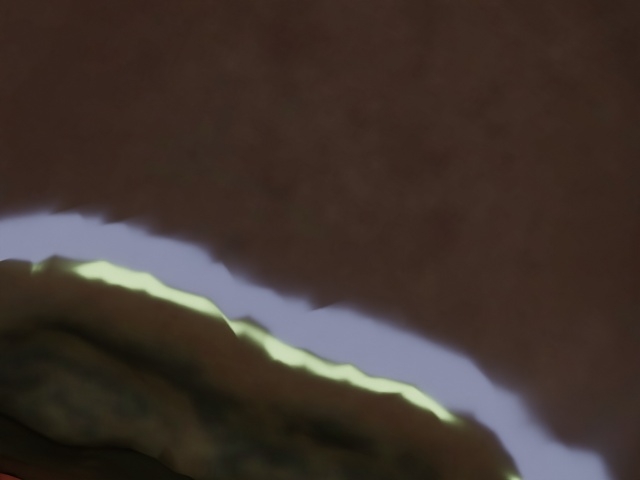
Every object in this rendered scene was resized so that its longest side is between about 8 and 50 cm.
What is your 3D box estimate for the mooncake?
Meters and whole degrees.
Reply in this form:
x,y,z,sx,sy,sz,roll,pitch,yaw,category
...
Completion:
x,y,z,sx,sy,sz,roll,pitch,yaw,category
0.000,0.000,0.518,0.326,0.174,0.334,-5,63,-17,mooncake
